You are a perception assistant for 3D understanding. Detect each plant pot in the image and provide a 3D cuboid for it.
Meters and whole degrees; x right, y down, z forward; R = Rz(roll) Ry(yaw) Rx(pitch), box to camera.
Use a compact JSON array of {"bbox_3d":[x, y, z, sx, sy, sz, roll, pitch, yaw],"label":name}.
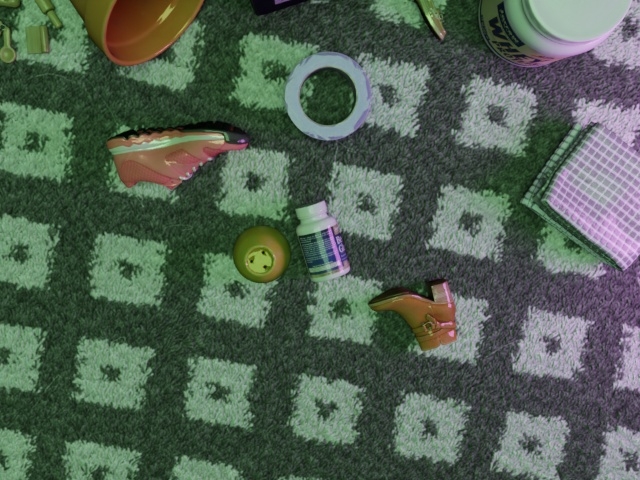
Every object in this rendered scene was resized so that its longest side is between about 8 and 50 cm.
[{"bbox_3d":[-0.134,0.038,1.685,0.134,0.095,0.134,0,98,-1],"label":"plant pot"},{"bbox_3d":[-0.393,-0.532,1.525,0.203,0.291,0.291,43,95,10],"label":"plant pot"}]

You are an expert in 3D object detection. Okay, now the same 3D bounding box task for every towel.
[{"bbox_3d":[0.630,-0.100,1.676,0.283,0.121,0.235,36,95,-6],"label":"towel"}]

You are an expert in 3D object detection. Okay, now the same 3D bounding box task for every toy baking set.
[{"bbox_3d":[-0.686,-0.506,1.628,0.196,0.030,0.256,-27,98,2],"label":"toy baking set"}]

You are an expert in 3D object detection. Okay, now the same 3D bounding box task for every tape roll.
[{"bbox_3d":[0.015,-0.314,1.650,0.189,0.080,0.189,0,99,-1],"label":"tape roll"}]

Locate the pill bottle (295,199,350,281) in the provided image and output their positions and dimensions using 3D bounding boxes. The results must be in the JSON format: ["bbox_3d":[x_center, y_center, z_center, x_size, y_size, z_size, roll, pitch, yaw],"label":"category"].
[{"bbox_3d":[0.000,0.000,1.685,0.094,0.094,0.169,-17,98,1],"label":"pill bottle"}]

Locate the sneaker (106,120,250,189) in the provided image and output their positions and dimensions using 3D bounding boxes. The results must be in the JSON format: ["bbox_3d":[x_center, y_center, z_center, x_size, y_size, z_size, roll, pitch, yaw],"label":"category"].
[{"bbox_3d":[-0.304,-0.184,1.658,0.313,0.116,0.136,-5,108,6],"label":"sneaker"}]

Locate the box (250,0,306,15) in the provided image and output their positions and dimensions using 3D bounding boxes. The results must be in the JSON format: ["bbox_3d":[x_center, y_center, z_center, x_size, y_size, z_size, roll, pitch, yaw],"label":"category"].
[{"bbox_3d":[-0.097,-0.687,1.489,0.212,0.293,0.396,-18,98,0],"label":"box"}]

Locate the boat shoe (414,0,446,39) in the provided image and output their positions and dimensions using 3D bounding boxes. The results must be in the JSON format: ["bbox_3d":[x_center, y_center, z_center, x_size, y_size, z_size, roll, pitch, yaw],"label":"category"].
[{"bbox_3d":[0.240,-0.512,1.643,0.048,0.056,0.153,-28,90,7],"label":"boat shoe"}]

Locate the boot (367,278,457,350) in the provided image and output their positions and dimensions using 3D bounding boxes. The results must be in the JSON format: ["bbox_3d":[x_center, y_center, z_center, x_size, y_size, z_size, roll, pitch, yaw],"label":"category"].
[{"bbox_3d":[0.216,0.182,1.729,0.197,0.073,0.152,-12,102,3],"label":"boot"}]

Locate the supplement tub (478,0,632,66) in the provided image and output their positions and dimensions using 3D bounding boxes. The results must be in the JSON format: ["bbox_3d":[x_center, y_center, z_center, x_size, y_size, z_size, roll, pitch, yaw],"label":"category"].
[{"bbox_3d":[0.465,-0.480,1.516,0.235,0.325,0.235,0,98,-1],"label":"supplement tub"}]
